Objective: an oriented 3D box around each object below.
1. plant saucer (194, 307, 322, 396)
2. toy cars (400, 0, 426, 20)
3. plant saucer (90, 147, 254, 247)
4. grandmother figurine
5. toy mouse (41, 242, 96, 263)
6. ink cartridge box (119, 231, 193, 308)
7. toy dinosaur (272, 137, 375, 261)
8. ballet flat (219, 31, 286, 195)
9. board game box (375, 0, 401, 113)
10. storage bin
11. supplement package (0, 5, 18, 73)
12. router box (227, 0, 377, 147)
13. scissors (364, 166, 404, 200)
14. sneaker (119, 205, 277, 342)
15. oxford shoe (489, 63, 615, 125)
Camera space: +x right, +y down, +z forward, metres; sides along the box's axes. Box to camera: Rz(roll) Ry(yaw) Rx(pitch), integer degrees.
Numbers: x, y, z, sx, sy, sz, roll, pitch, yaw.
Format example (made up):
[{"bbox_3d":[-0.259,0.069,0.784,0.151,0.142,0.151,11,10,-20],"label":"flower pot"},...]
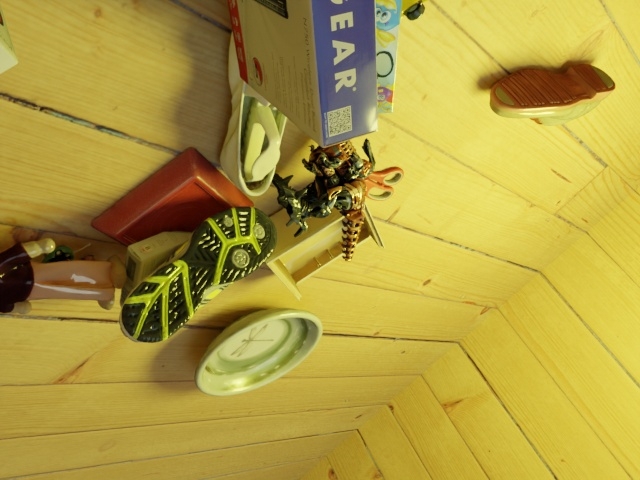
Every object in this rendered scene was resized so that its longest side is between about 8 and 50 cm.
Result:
[{"bbox_3d":[-0.189,0.305,1.728,0.400,0.100,0.400,-21,146,-15],"label":"plant saucer"},{"bbox_3d":[0.116,-0.485,0.938,0.176,0.087,0.394,7,134,-10],"label":"toy cars"},{"bbox_3d":[-0.290,-0.041,1.229,0.258,0.048,0.259,-36,148,6],"label":"plant saucer"},{"bbox_3d":[-0.535,0.074,1.070,0.342,0.104,0.208,0,127,-44],"label":"grandmother figurine"},{"bbox_3d":[-0.500,0.044,1.178,0.161,0.031,0.143,12,128,-48],"label":"toy mouse"},{"bbox_3d":[-0.311,0.051,1.264,0.232,0.066,0.189,-31,155,-43],"label":"ink cartridge box"},{"bbox_3d":[0.024,-0.108,1.239,0.218,0.322,0.164,-18,-179,-11],"label":"toy dinosaur"},{"bbox_3d":[-0.096,-0.240,1.049,0.139,0.139,0.400,-12,142,-28],"label":"ballet flat"},{"bbox_3d":[0.042,-0.348,0.904,0.142,0.144,0.275,-3,134,-2],"label":"board game box"},{"bbox_3d":[0.000,0.000,1.458,0.262,0.123,0.260,-33,147,0],"label":"storage bin"},{"bbox_3d":[-0.437,-0.267,0.616,0.134,0.244,0.139,-31,148,-2],"label":"supplement package"},{"bbox_3d":[-0.041,-0.331,0.737,0.082,0.301,0.335,-20,128,-18],"label":"router box"},{"bbox_3d":[0.097,-0.151,1.431,0.297,0.021,0.109,5,134,-46],"label":"scissors"},{"bbox_3d":[-0.250,0.056,1.183,0.384,0.145,0.147,-37,-171,-32],"label":"sneaker"},{"bbox_3d":[0.568,-0.338,1.477,0.397,0.140,0.146,-11,149,-26],"label":"oxford shoe"}]
